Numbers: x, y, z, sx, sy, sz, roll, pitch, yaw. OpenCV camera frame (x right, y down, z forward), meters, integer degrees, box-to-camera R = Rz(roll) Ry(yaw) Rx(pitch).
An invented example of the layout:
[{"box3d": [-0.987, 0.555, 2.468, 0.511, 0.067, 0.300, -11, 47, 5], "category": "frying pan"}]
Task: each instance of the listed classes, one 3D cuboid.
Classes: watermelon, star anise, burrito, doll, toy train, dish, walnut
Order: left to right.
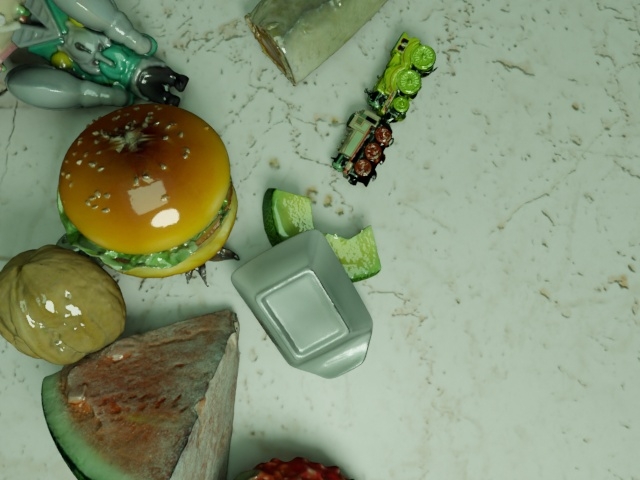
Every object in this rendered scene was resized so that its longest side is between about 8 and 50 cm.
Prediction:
[{"box3d": [-0.338, 0.083, 0.659, 0.166, 0.167, 0.149, 1, 48, -5], "category": "walnut"}, {"box3d": [-0.323, -0.282, 0.717, 0.258, 0.153, 0.195, -1, 106, -7], "category": "doll"}, {"box3d": [-0.228, 0.263, 0.742, 0.283, 0.292, 0.251, 35, 131, 20], "category": "watermelon"}, {"box3d": [-0.203, 0.018, 0.766, 0.129, 0.056, 0.124, -34, 94, -19], "category": "star anise"}, {"box3d": [-0.013, 0.115, 0.748, 0.154, 0.064, 0.234, -29, 111, 5], "category": "dish"}, {"box3d": [0.023, -0.388, 0.774, 0.143, 0.105, 0.299, 43, 88, 1], "category": "burrito"}, {"box3d": [0.098, -0.202, 0.803, 0.085, 0.053, 0.250, 29, 87, 4], "category": "toy train"}]

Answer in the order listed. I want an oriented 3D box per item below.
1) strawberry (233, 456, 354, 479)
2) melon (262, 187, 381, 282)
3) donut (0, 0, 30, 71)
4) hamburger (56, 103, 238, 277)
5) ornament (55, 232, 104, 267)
[{"box3d": [-0.010, 0.458, 0.703, 0.336, 0.149, 0.265, 25, 88, -23], "category": "strawberry"}, {"box3d": [0.000, 0.000, 0.788, 0.209, 0.064, 0.118, 19, 83, -7], "category": "melon"}, {"box3d": [-0.473, -0.341, 0.634, 0.382, 0.142, 0.383, -7, 79, 38], "category": "donut"}, {"box3d": [-0.230, -0.074, 0.682, 0.245, 0.170, 0.246, 1, 60, -2], "category": "hamburger"}, {"box3d": [-0.377, 0.051, 0.750, 0.081, 0.075, 0.156, 44, 84, -17], "category": "ornament"}]
